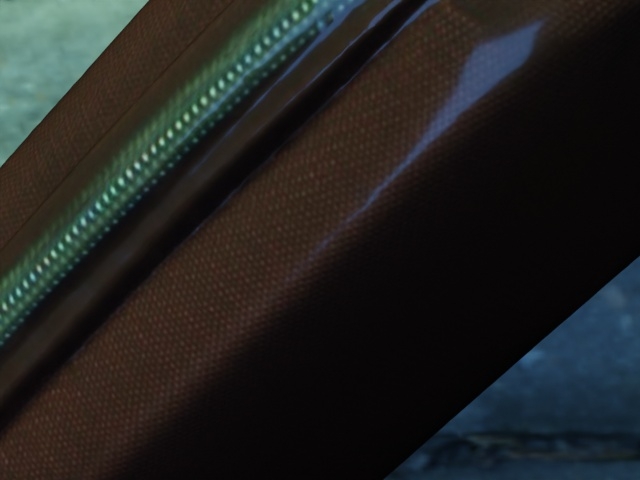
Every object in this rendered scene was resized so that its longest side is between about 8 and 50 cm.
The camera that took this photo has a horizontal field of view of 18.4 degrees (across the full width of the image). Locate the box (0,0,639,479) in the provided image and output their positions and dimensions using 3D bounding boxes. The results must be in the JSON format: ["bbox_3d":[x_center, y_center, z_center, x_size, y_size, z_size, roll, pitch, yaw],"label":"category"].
[{"bbox_3d":[0.000,0.000,0.612,0.404,0.263,0.108,-44,71,26],"label":"box"}]
